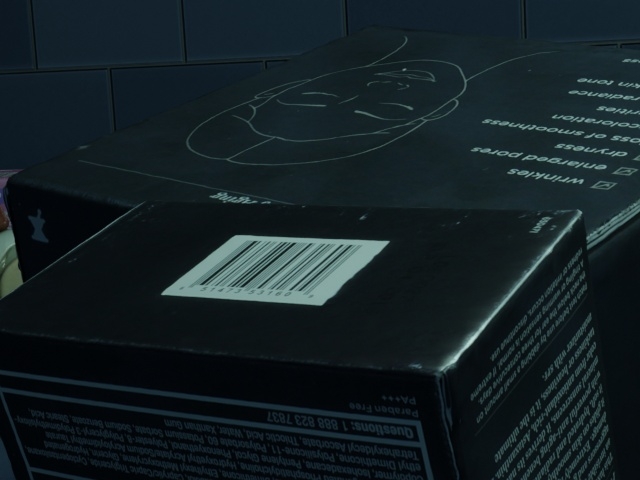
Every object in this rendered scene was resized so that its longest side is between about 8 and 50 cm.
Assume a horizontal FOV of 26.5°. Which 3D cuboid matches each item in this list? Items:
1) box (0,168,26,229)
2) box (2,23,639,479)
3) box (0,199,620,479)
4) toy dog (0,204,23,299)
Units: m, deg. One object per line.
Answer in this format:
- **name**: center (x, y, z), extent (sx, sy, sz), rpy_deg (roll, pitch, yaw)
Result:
- **box**: center (-0.396, 0.021, 1.933), extent (0.213, 0.243, 0.117), rpy_deg (-1, 9, 8)
- **box**: center (0.093, 0.034, 1.108), extent (0.480, 0.297, 0.472), rpy_deg (13, 28, 39)
- **box**: center (0.000, 0.144, 0.757), extent (0.296, 0.294, 0.183), rpy_deg (3, 27, 33)
- **toy dog**: center (-0.407, 0.070, 1.466), extent (0.333, 0.161, 0.220), rpy_deg (-37, 10, -24)
